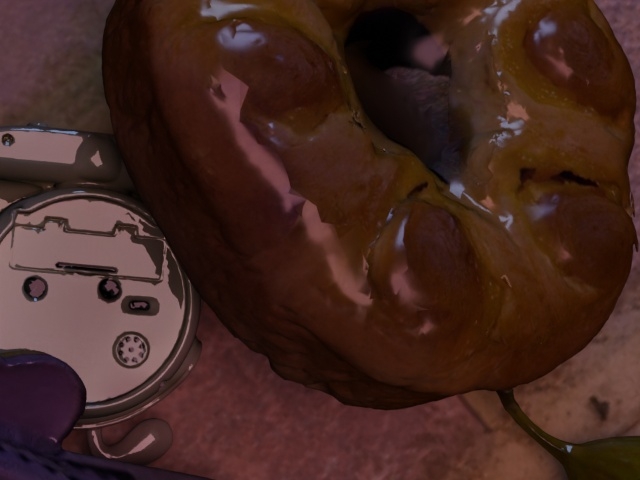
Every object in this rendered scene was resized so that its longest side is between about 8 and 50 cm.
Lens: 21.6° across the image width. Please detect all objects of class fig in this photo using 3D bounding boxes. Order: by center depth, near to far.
[{"bbox_3d":[0.185,0.135,1.024,0.093,0.093,0.166,-34,77,-14],"label":"fig"}]

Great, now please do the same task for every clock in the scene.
[{"bbox_3d":[-0.135,0.034,0.945,0.151,0.062,0.191,5,87,-15],"label":"clock"}]

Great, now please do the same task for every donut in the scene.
[{"bbox_3d":[0.030,-0.067,0.914,0.299,0.150,0.317,10,69,-32],"label":"donut"}]

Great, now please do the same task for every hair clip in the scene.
[{"bbox_3d":[-0.156,0.131,0.893,0.278,0.090,0.137,35,114,-24],"label":"hair clip"}]
